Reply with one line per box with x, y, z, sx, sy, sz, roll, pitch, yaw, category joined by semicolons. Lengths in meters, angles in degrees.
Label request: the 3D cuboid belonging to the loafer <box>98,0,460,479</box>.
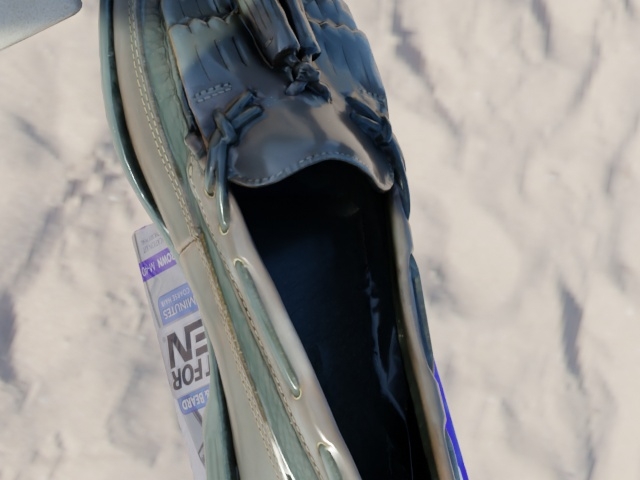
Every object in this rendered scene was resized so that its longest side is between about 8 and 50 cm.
0.000;0.000;0.588;0.096;0.084;0.267;-9;84;-33;loafer

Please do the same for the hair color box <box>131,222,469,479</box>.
-0.008;0.122;1.294;0.110;0.185;0.338;-10;79;-39;hair color box

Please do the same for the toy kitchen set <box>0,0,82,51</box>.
-0.189;-0.116;0.647;0.207;0.166;0.122;-23;115;15;toy kitchen set
